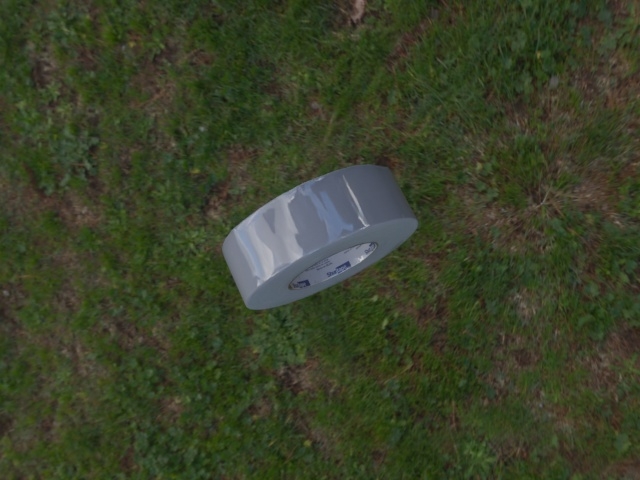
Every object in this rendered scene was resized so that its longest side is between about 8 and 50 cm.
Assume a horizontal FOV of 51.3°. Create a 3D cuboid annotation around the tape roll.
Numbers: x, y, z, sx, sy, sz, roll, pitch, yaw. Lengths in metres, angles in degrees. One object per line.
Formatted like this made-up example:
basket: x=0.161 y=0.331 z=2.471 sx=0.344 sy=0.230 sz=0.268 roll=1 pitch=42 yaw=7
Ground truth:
tape roll: x=0.000 y=0.000 z=0.770 sx=0.219 sy=0.219 sz=0.072 roll=-32 pitch=75 yaw=17
